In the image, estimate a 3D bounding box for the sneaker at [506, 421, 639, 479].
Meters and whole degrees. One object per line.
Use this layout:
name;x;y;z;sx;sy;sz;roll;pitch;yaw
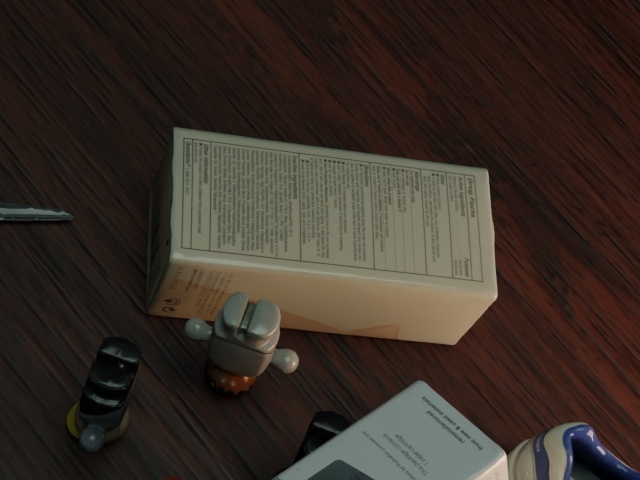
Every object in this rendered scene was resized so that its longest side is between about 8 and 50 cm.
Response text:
sneaker;0.290;0.287;1.375;0.296;0.131;0.112;41;56;4

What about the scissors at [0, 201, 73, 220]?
scissors;-0.380;-0.025;1.390;0.297;0.021;0.109;18;56;-10

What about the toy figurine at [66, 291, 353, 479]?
toy figurine;-0.096;0.170;1.309;0.213;0.148;0.209;-22;65;-25

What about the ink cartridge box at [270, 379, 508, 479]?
ink cartridge box;0.017;0.271;1.219;0.273;0.198;0.115;-32;47;-22

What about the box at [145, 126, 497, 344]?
box;0.000;0.000;1.439;0.311;0.121;0.148;8;60;-14
